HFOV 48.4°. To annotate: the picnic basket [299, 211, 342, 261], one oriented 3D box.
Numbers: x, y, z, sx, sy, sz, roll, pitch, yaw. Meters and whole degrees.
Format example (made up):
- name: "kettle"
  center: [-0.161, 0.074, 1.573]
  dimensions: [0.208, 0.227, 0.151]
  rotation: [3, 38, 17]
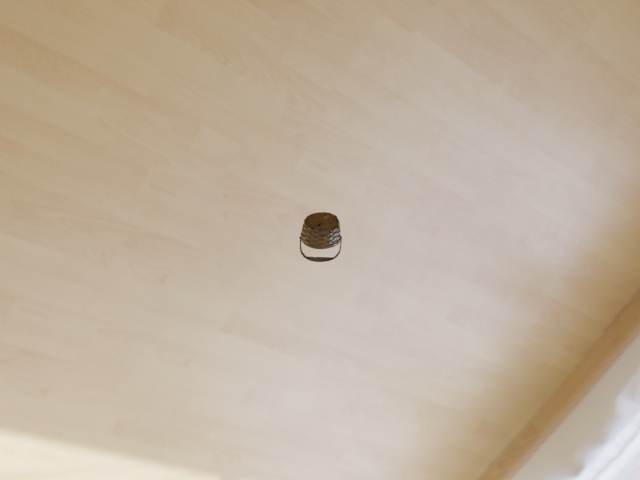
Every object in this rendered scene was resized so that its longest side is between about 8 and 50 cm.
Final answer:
- name: "picnic basket"
  center: [0.000, 0.000, 1.192]
  dimensions: [0.072, 0.072, 0.083]
  rotation: [-9, 125, -16]
